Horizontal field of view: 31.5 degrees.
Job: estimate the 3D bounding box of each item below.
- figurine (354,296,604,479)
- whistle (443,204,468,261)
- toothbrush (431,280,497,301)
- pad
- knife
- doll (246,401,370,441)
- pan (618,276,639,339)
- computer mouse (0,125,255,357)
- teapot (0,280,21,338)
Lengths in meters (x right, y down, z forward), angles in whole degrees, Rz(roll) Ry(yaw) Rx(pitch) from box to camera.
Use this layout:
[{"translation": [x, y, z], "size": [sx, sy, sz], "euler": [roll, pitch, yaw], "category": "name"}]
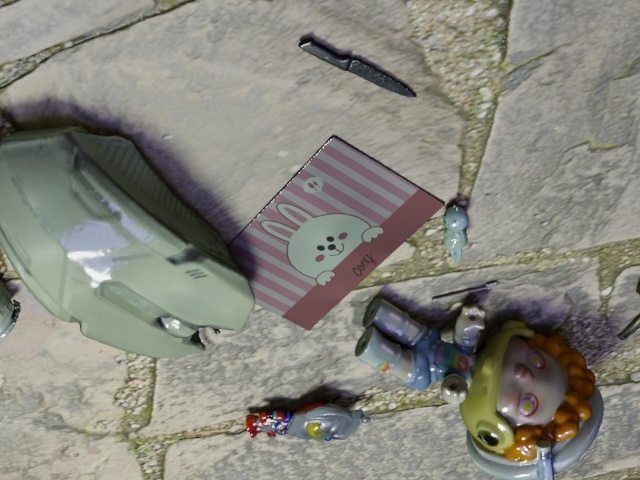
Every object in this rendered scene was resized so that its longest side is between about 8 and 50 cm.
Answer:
[{"translation": [0.229, 0.195, 1.683], "size": [0.382, 0.224, 0.205], "euler": [37, 145, -6], "category": "figurine"}, {"translation": [0.185, -0.010, 1.548], "size": [0.035, 0.035, 0.100], "euler": [-7, 134, 0], "category": "whistle"}, {"translation": [0.209, 0.074, 1.646], "size": [0.097, 0.006, 0.008], "euler": [-15, 120, 7], "category": "toothbrush"}, {"translation": [0.000, 0.000, 1.556], "size": [0.202, 0.005, 0.300], "euler": [29, 123, -28], "category": "pad"}, {"translation": [0.048, -0.206, 1.372], "size": [0.170, 0.010, 0.023], "euler": [22, 132, -26], "category": "knife"}, {"translation": [-0.018, 0.285, 1.777], "size": [0.194, 0.062, 0.104], "euler": [-4, 132, 7], "category": "doll"}, {"translation": [0.526, 0.090, 1.668], "size": [0.128, 0.048, 0.202], "euler": [-2, 133, -6], "category": "pan"}, {"translation": [-0.261, 0.028, 1.461], "size": [0.228, 0.145, 0.429], "euler": [-31, 128, 17], "category": "computer mouse"}, {"translation": [-0.499, 0.060, 1.508], "size": [0.107, 0.077, 0.200], "euler": [-21, 131, 18], "category": "teapot"}]
